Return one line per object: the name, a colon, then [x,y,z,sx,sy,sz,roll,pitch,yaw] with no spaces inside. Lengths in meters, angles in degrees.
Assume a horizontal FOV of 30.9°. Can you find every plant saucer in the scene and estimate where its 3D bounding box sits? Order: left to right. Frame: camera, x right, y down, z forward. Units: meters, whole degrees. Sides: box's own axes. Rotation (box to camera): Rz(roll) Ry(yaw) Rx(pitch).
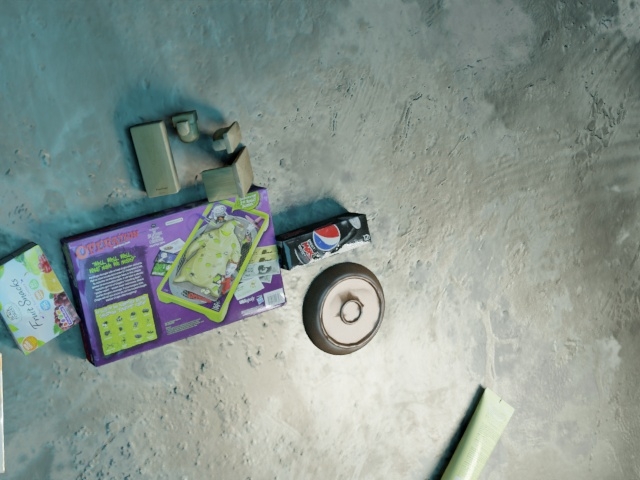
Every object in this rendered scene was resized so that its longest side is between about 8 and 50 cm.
plant saucer: [0.049,0.124,2.046,0.168,0.029,0.169,-6,101,-30]

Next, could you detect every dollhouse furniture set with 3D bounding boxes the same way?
dollhouse furniture set: [-0.202,-0.139,1.860,0.151,0.123,0.144,-10,106,8]

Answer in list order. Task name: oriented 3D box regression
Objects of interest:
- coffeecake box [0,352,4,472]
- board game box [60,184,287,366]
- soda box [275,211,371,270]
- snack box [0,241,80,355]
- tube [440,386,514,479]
coffeecake box: [-0.545,0.255,1.708,0.142,0.068,0.186,-4,100,-29]
board game box: [-0.228,0.053,1.868,0.346,0.056,0.208,-16,110,-26]
soda box: [0.000,0.000,1.978,0.168,0.060,0.053,-19,104,-26]
snack box: [-0.441,0.087,1.756,0.100,0.037,0.141,-33,113,-19]
tube: [0.292,0.406,2.220,0.240,0.062,0.070,-60,163,-13]
